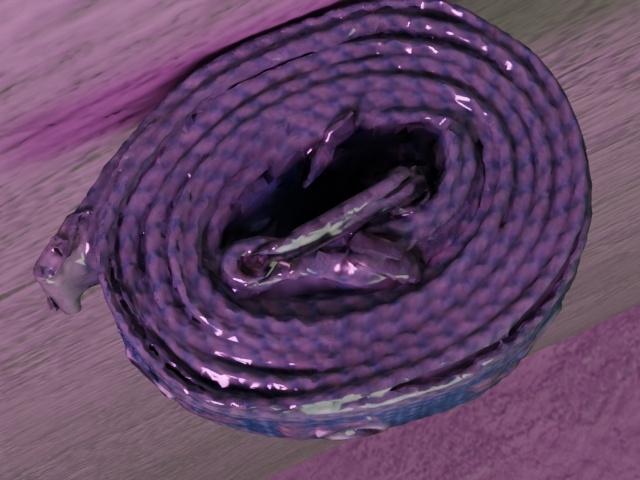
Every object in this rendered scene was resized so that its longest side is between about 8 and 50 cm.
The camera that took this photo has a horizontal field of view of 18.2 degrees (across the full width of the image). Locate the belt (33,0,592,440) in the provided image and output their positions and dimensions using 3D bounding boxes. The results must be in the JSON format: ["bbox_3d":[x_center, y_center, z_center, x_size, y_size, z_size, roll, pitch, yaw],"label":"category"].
[{"bbox_3d":[0.008,-0.004,0.667,0.163,0.148,0.082,-50,171,-10],"label":"belt"}]
